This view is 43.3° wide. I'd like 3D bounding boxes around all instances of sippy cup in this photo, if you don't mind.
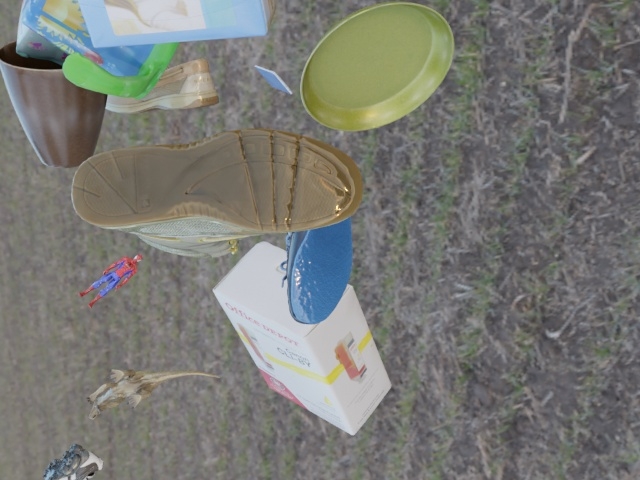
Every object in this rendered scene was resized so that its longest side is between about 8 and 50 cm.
[{"bbox_3d":[-0.357,-0.383,1.331,0.240,0.224,0.305,-62,28,10],"label":"sippy cup"}]

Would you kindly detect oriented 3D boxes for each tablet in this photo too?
[{"bbox_3d":[-0.082,-0.283,1.417,0.054,0.006,0.083,47,174,-34],"label":"tablet"}]

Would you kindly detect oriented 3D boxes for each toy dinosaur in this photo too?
[{"bbox_3d":[-0.229,0.182,1.025,0.092,0.183,0.053,11,-120,-77],"label":"toy dinosaur"}]

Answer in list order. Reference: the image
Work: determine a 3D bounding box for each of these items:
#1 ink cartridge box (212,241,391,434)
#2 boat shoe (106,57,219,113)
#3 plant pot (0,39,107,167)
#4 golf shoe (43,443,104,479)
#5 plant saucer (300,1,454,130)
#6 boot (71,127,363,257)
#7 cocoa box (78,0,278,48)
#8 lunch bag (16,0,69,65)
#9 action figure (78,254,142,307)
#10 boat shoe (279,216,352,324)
[{"bbox_3d":[-0.034,0.217,1.768,0.279,0.160,0.384,23,149,36],"label":"ink cartridge box"},{"bbox_3d":[-0.360,-0.345,1.781,0.341,0.122,0.110,4,109,36],"label":"boat shoe"},{"bbox_3d":[-0.525,-0.272,1.635,0.215,0.216,0.230,40,137,45],"label":"plant pot"},{"bbox_3d":[-0.579,0.544,1.874,0.198,0.094,0.077,-36,37,38],"label":"golf shoe"},{"bbox_3d":[0.080,-0.261,1.196,0.241,0.241,0.037,115,143,-46],"label":"plant saucer"},{"bbox_3d":[-0.070,-0.029,0.655,0.165,0.213,0.077,61,-153,-79],"label":"boot"},{"bbox_3d":[-0.182,-0.434,0.942,0.227,0.232,0.347,-82,-14,-49],"label":"cocoa box"},{"bbox_3d":[-0.487,-0.496,1.548,0.223,0.160,0.262,-19,64,60],"label":"lunch bag"},{"bbox_3d":[-0.335,0.061,1.304,0.038,0.115,0.030,50,173,-4],"label":"action figure"},{"bbox_3d":[0.000,0.000,1.196,0.089,0.109,0.258,-19,55,64],"label":"boat shoe"}]
